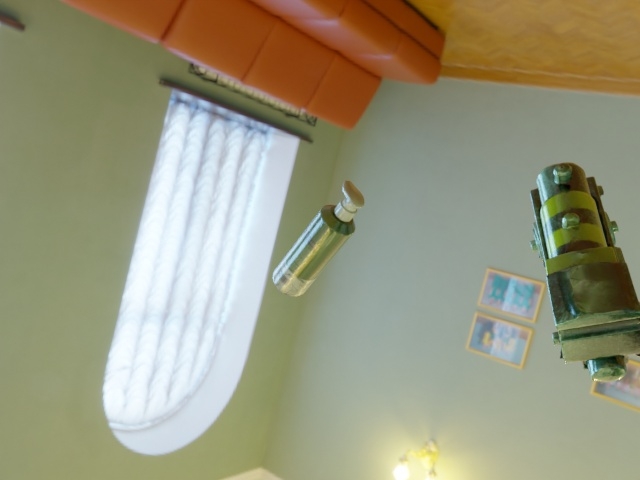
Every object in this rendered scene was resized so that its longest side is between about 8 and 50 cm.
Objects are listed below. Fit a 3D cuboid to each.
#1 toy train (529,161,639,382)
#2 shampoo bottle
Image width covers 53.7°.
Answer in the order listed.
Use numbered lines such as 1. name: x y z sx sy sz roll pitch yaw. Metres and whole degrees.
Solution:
1. toy train: 0.232 0.017 0.557 0.083 0.200 0.132 -14 139 18
2. shampoo bottle: 0.000 0.000 0.944 0.065 0.204 0.065 23 -141 -20
